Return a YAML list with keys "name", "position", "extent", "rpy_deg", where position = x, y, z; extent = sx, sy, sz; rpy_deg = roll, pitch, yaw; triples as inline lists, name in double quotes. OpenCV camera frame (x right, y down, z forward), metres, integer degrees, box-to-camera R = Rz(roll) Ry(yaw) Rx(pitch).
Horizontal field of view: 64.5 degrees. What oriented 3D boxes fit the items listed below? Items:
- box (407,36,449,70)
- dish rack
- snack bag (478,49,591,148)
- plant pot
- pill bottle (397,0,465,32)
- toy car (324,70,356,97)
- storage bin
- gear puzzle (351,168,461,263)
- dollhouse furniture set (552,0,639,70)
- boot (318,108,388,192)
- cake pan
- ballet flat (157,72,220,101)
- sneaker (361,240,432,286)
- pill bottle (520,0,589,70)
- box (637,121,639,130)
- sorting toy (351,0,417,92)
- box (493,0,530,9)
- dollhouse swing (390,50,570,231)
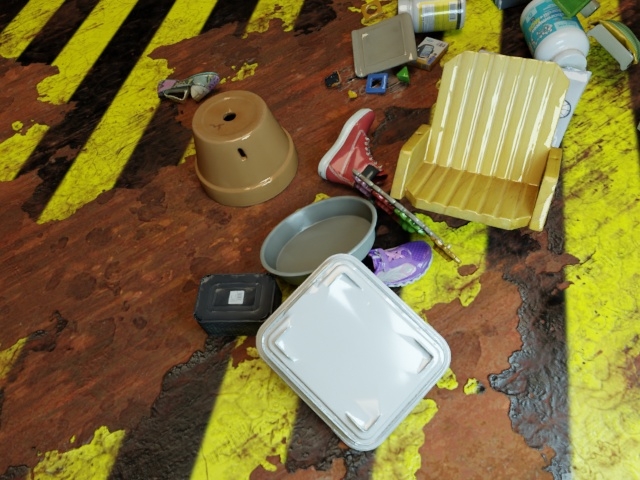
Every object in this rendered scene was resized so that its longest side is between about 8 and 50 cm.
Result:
- name: "box"
  position: [0.346, -0.598, 1.611]
  extent: [0.081, 0.028, 0.136]
  rpy_deg: [28, 67, 25]
- name: "dish rack"
  position: [0.065, 0.215, 0.997]
  extent: [0.333, 0.072, 0.285]
  rpy_deg: [43, 84, 7]
- name: "snack bag"
  position: [0.507, -0.355, 1.374]
  extent: [0.323, 0.037, 0.342]
  rpy_deg: [23, 77, 24]
- name: "plant pot"
  position: [-0.219, -0.266, 1.381]
  extent: [0.291, 0.203, 0.290]
  rpy_deg: [-4, 56, 6]
- name: "pill bottle"
  position: [0.358, -0.741, 1.649]
  extent: [0.209, 0.119, 0.119]
  rpy_deg: [-1, 57, 9]
- name: "toy car"
  position: [0.064, -0.473, 1.583]
  extent: [0.041, 0.060, 0.122]
  rpy_deg: [-10, 62, -51]
- name: "storage bin"
  position: [-0.188, 0.148, 1.171]
  extent: [0.180, 0.084, 0.121]
  rpy_deg: [-2, 56, 9]
- name: "gear puzzle"
  position: [0.199, -0.040, 1.171]
  extent: [0.044, 0.175, 0.339]
  rpy_deg: [-50, 51, 6]
- name: "dollhouse furniture set"
  position: [0.809, -0.633, 1.382]
  extent: [0.301, 0.151, 0.198]
  rpy_deg: [50, 47, 7]
- name: "boot"
  position: [0.129, -0.241, 1.378]
  extent: [0.176, 0.088, 0.244]
  rpy_deg: [24, 72, 23]
- name: "cake pan"
  position: [0.000, 0.000, 1.195]
  extent: [0.294, 0.054, 0.293]
  rpy_deg: [-18, 33, 12]
- name: "ballet flat"
  position: [-0.432, -0.491, 1.654]
  extent: [0.222, 0.077, 0.079]
  rpy_deg: [-2, 75, 14]
- name: "sneaker"
  position: [0.150, 0.055, 1.164]
  extent: [0.237, 0.104, 0.095]
  rpy_deg: [-22, 54, -6]
- name: "pill bottle"
  position: [0.682, -0.582, 1.471]
  extent: [0.147, 0.146, 0.263]
  rpy_deg: [-6, 56, 6]
- name: "box"
  position: [0.943, -0.258, 1.276]
  extent: [0.137, 0.036, 0.225]
  rpy_deg: [-29, 55, -9]
- name: "sorting toy"
  position: [0.202, -0.612, 1.605]
  extent: [0.196, 0.047, 0.347]
  rpy_deg: [-10, 71, 19]
- name: "box"
  position: [0.630, -1.025, 1.686]
  extent: [0.212, 0.293, 0.395]
  rpy_deg: [-16, 55, -1]
- name: "dollhouse swing"
  position: [0.386, -0.248, 1.180]
  extent: [0.347, 0.304, 0.315]
  rpy_deg: [17, 34, 19]
